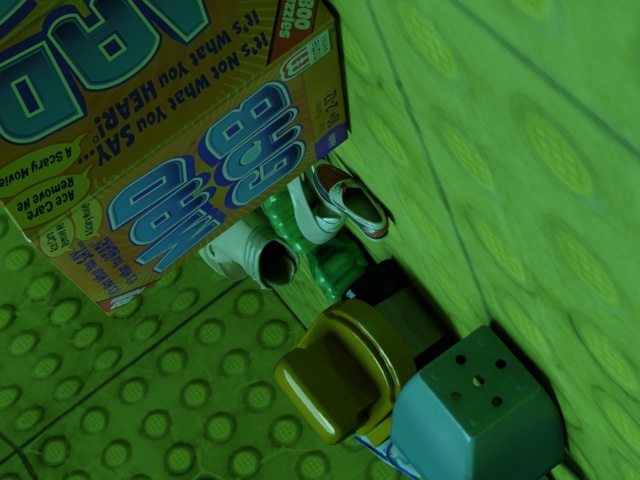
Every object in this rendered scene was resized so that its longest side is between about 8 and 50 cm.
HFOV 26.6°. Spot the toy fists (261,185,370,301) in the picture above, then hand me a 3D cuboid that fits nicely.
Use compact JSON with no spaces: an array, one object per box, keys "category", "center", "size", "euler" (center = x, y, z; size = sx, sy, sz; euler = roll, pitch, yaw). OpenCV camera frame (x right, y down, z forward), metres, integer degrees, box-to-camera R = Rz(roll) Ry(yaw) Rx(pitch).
[{"category":"toy fists","center":[0.000,0.000,2.136],"size":[0.279,0.096,0.142],"euler":[54,-174,-23]}]

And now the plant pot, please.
[{"category":"plant pot","center":[0.193,0.213,1.651],"size":[0.165,0.165,0.234],"euler":[50,166,25]}]

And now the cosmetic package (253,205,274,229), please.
[{"category":"cosmetic package","center":[-0.116,-0.104,2.357],"size":[0.238,0.107,0.127],"euler":[58,169,-22]}]

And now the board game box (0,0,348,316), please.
[{"category":"board game box","center":[-0.220,-0.193,1.455],"size":[0.356,0.356,0.356],"euler":[51,174,13]}]

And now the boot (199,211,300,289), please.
[{"category":"boot","center":[-0.118,0.024,2.290],"size":[0.203,0.095,0.262],"euler":[40,158,31]}]

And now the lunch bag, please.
[{"category":"lunch bag","center":[0.150,0.309,2.173],"size":[0.151,0.129,0.096],"euler":[31,174,39]}]

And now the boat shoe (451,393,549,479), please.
[{"category":"boat shoe","center":[0.229,0.314,1.873],"size":[0.319,0.116,0.099],"euler":[-122,29,-63]}]

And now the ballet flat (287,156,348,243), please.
[{"category":"ballet flat","center":[0.000,-0.066,1.877],"size":[0.086,0.086,0.248],"euler":[48,171,38]}]

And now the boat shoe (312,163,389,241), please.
[{"category":"boat shoe","center":[0.039,-0.055,1.750],"size":[0.137,0.049,0.043],"euler":[47,169,24]}]

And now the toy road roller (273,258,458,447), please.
[{"category":"toy road roller","center":[0.039,0.199,1.980],"size":[0.202,0.240,0.329],"euler":[52,150,11]}]
